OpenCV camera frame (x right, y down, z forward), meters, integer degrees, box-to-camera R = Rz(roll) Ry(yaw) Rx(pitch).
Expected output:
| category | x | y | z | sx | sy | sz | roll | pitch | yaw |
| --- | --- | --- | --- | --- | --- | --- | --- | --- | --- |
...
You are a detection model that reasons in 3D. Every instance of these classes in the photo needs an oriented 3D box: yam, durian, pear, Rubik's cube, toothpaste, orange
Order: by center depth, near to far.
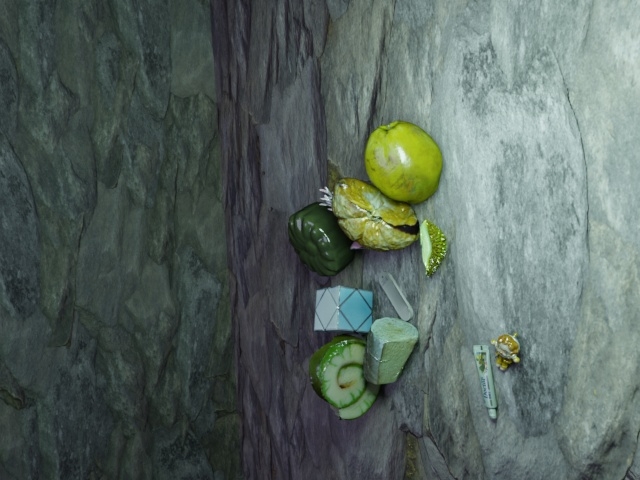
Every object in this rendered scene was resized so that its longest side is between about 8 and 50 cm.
| category | x | y | z | sx | sy | sz | roll | pitch | yaw |
| --- | --- | --- | --- | --- | --- | --- | --- | --- | --- |
| toothpaste | 0.588 | 0.498 | 1.553 | 0.067 | 0.037 | 0.255 | -17 | 79 | 57 |
| pear | 0.303 | -0.280 | 1.599 | 0.269 | 0.269 | 0.321 | 11 | 139 | 56 |
| durian | 0.427 | 0.030 | 1.643 | 0.095 | 0.137 | 0.220 | 3 | 93 | 24 |
| orange | 0.197 | -0.084 | 1.671 | 0.369 | 0.271 | 0.210 | 29 | 126 | 3 |
| yam | 0.286 | 0.476 | 1.878 | 0.201 | 0.202 | 0.271 | -118 | 30 | -65 |
| Rubik's cube | 0.107 | 0.330 | 2.053 | 0.207 | 0.205 | 0.205 | -19 | 64 | 57 |

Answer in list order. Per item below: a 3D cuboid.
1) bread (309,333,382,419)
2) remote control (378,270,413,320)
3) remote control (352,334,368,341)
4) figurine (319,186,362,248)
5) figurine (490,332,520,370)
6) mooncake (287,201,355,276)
| category | x | y | z | sx | sy | sz | roll | pitch | yaw |
| --- | --- | --- | --- | --- | --- | --- | --- | --- | --- |
| bread | 0.114 | 0.624 | 1.995 | 0.129 | 0.366 | 0.382 | 4 | 87 | 55 |
| remote control | 0.326 | 0.239 | 1.908 | 0.245 | 0.022 | 0.077 | 61 | 139 | 30 |
| remote control | 0.186 | 0.506 | 2.164 | 0.090 | 0.038 | 0.309 | 48 | 134 | 40 |
| figurine | 0.151 | -0.116 | 1.878 | 0.284 | 0.206 | 0.315 | -6 | 83 | 16 |
| figurine | 0.620 | 0.373 | 1.454 | 0.101 | 0.068 | 0.143 | 12 | 119 | 60 |
| mooncake | 0.000 | 0.000 | 2.105 | 0.356 | 0.194 | 0.356 | 42 | 153 | 28 |
